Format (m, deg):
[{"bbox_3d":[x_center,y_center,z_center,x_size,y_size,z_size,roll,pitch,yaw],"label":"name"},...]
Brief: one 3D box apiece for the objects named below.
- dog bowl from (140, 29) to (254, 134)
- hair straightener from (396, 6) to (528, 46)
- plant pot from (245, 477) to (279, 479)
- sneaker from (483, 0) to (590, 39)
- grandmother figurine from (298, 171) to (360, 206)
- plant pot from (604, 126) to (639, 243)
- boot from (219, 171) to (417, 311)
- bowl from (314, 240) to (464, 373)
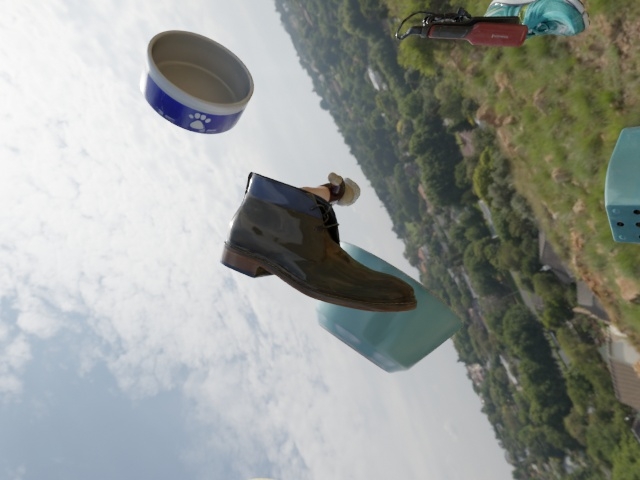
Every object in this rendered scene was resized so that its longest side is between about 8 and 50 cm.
[{"bbox_3d":[-0.310,-0.401,1.079,0.265,0.104,0.264,19,-131,-23],"label":"dog bowl"},{"bbox_3d":[0.254,-0.393,0.789,0.047,0.231,0.088,86,-178,-49],"label":"hair straightener"},{"bbox_3d":[-0.039,0.356,0.294,0.239,0.254,0.253,-41,-74,-49],"label":"plant pot"},{"bbox_3d":[0.449,-0.465,0.922,0.107,0.110,0.275,40,-176,-32],"label":"sneaker"},{"bbox_3d":[-0.005,-0.110,1.170,0.343,0.208,0.103,-21,-96,-49],"label":"grandmother figurine"},{"bbox_3d":[0.695,-0.108,0.881,0.166,0.234,0.165,8,138,53],"label":"plant pot"},{"bbox_3d":[0.000,0.000,0.438,0.082,0.220,0.106,-10,-66,-72],"label":"boot"},{"bbox_3d":[0.111,0.152,0.870,0.312,0.163,0.311,34,173,5],"label":"bowl"}]
